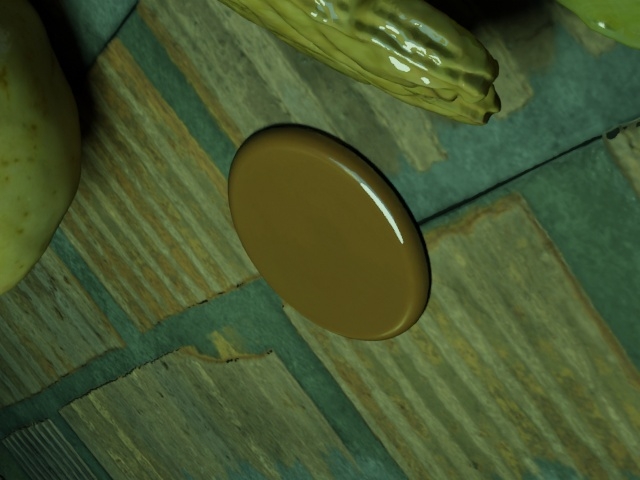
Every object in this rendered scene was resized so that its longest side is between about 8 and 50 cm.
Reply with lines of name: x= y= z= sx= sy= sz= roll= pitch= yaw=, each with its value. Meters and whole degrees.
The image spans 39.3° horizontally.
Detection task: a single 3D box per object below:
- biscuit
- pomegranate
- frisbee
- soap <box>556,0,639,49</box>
biscuit: x=-0.016 y=-0.158 z=0.599 sx=0.269 sy=0.051 sz=0.376 roll=27 pitch=-172 yaw=-38
pomegranate: x=-0.452 y=-0.103 z=0.953 sx=0.411 sy=0.411 sz=0.411 roll=27 pitch=138 yaw=27
frisbee: x=0.000 y=0.000 z=0.897 sx=0.250 sy=0.021 sz=0.251 roll=26 pitch=138 yaw=26
soap: x=0.077 y=-0.209 z=0.520 sx=0.304 sy=0.169 sz=0.338 roll=51 pitch=164 yaw=-25
